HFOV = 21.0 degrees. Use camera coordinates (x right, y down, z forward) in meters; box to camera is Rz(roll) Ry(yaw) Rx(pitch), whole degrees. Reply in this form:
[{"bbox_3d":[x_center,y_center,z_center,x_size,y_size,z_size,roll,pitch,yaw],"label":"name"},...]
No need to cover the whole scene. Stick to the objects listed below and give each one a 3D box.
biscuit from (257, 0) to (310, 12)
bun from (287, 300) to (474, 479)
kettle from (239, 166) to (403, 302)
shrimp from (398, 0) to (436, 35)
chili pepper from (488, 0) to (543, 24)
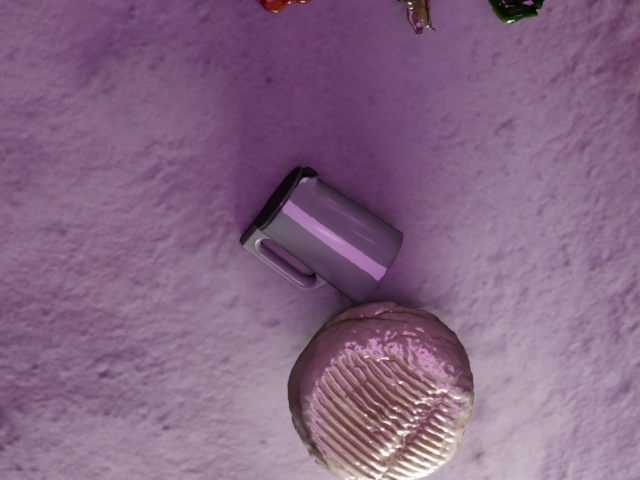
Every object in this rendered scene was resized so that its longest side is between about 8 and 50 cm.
[{"bbox_3d":[-0.056,-0.365,1.903,0.166,0.036,0.226,7,104,-10],"label":"biscuit"},{"bbox_3d":[0.068,0.169,2.003,0.220,0.134,0.221,0,106,-1],"label":"bun"},{"bbox_3d":[0.003,-0.005,1.983,0.148,0.127,0.098,34,67,-11],"label":"kettle"},{"bbox_3d":[0.136,-0.385,1.900,0.168,0.077,0.317,0,102,-9],"label":"shrimp"},{"bbox_3d":[0.293,-0.339,1.933,0.257,0.074,0.100,-36,103,9],"label":"chili pepper"}]
